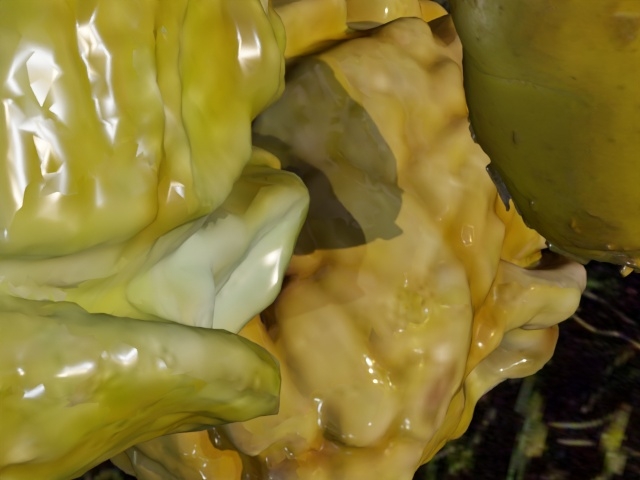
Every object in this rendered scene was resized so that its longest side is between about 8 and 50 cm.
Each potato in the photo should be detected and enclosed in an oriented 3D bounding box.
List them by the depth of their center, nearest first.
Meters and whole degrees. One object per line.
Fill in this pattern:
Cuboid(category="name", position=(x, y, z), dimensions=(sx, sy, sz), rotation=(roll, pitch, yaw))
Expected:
Cuboid(category="potato", position=(0.139, -0.097, 0.596), dimensions=(0.173, 0.300, 0.140), rotation=(-36, 55, -11))

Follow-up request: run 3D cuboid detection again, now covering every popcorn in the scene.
Cuboid(category="popcorn", position=(-0.133, -0.027, 0.479), dimensions=(0.276, 0.276, 0.225), rotation=(-14, 87, 28))
Cuboid(category="popcorn", position=(-0.015, 0.010, 0.986), dimensions=(0.344, 0.390, 0.354), rotation=(-16, 105, 51))
